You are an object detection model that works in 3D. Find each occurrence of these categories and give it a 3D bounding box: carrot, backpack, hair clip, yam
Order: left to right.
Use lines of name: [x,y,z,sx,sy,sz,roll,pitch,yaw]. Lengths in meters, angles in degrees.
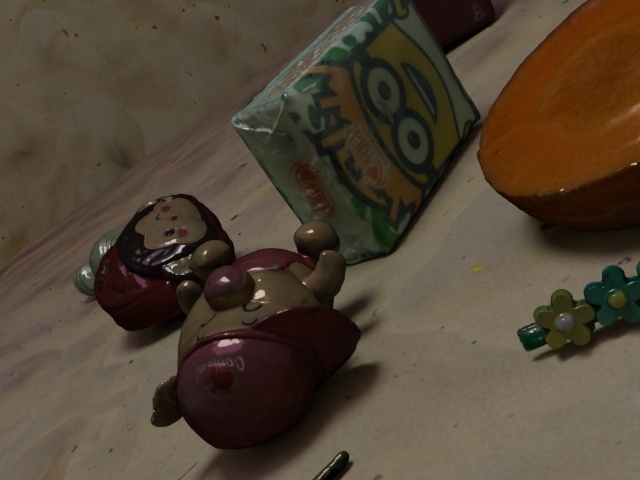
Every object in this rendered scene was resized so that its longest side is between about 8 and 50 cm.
backpack: [-0.232,0.042,1.309,0.229,0.138,0.229,-19,37,15]
yam: [-0.015,0.204,0.687,0.107,0.014,0.014,-42,19,-21]
hair clip: [0.221,0.036,0.640,0.173,0.049,0.049,-29,19,16]
carrot: [0.270,-0.131,0.777,0.307,0.100,0.258,-24,40,37]

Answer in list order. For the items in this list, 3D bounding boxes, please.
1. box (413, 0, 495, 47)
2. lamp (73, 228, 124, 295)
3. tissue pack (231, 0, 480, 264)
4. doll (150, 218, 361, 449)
box: [0.203,-0.504,1.681,0.168,0.294,0.193,-24,19,0]
lamp: [-0.391,0.047,1.644,0.193,0.106,0.106,-31,16,47]
tissue pack: [0.057,-0.149,1.109,0.128,0.228,0.311,-17,26,43]
doll: [-0.059,0.082,0.859,0.196,0.152,0.256,-42,18,24]
